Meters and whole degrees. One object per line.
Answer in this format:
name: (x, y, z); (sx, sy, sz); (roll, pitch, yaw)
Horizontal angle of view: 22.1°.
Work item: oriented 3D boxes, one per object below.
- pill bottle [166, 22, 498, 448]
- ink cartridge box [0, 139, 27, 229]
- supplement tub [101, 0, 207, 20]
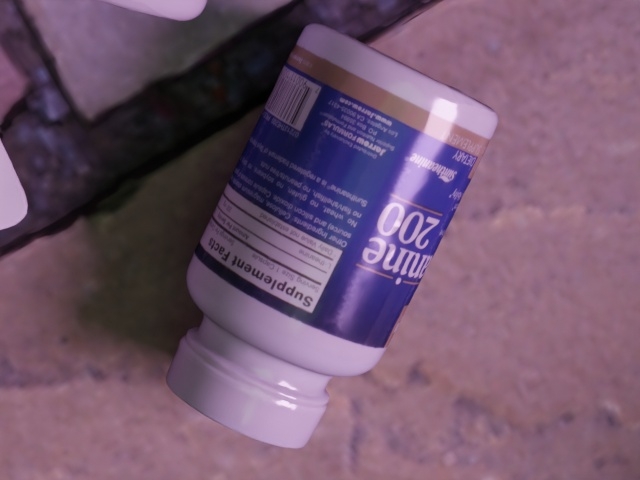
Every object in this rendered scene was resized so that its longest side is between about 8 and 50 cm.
pill bottle: (0.000, 0.000, 0.502); (0.067, 0.067, 0.120); (24, 98, -15)
ink cartridge box: (-0.168, -0.069, 0.454); (0.115, 0.067, 0.198); (-24, 106, -5)
supplement tub: (-0.051, -0.122, 0.463); (0.071, 0.071, 0.107); (18, 99, -14)
